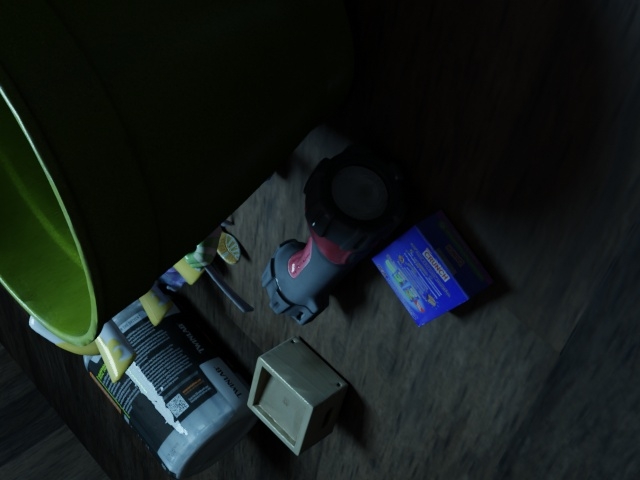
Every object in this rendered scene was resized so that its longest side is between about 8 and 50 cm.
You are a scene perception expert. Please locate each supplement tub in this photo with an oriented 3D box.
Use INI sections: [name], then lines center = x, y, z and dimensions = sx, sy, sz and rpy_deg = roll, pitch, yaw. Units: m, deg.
[supplement tub]
center = -0.261, 0.223, 1.561
dimensions = 0.316, 0.194, 0.193
rpy_deg = 47, 150, 17

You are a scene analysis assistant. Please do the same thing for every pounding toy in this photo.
[pounding toy]
center = -0.033, 0.217, 1.329
dimensions = 0.130, 0.100, 0.141
rpy_deg = 40, 137, 27

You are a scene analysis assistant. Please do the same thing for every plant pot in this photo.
[plant pot]
center = -0.169, -0.149, 0.879
dimensions = 0.366, 0.353, 0.366
rpy_deg = 37, 145, 31

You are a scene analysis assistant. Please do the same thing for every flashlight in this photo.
[flashlight]
center = 0.000, 0.000, 1.044
dimensions = 0.103, 0.103, 0.304
rpy_deg = 27, 156, -7

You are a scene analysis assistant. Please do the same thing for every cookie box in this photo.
[cookie box]
center = 0.112, 0.030, 0.953
dimensions = 0.091, 0.040, 0.107
rpy_deg = 55, 152, 4

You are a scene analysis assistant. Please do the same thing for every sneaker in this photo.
[sneaker]
center = -0.140, 0.005, 1.331
dimensions = 0.083, 0.032, 0.037
rpy_deg = 50, 165, 22

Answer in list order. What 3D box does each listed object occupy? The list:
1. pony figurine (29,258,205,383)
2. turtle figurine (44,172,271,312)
[pony figurine]
center = -0.352, -0.020, 1.365
dimensions = 0.363, 0.351, 0.303
rpy_deg = 39, 156, -7
[turtle figurine]
center = -0.194, -0.031, 1.109
dimensions = 0.274, 0.266, 0.197
rpy_deg = 116, 152, -51
